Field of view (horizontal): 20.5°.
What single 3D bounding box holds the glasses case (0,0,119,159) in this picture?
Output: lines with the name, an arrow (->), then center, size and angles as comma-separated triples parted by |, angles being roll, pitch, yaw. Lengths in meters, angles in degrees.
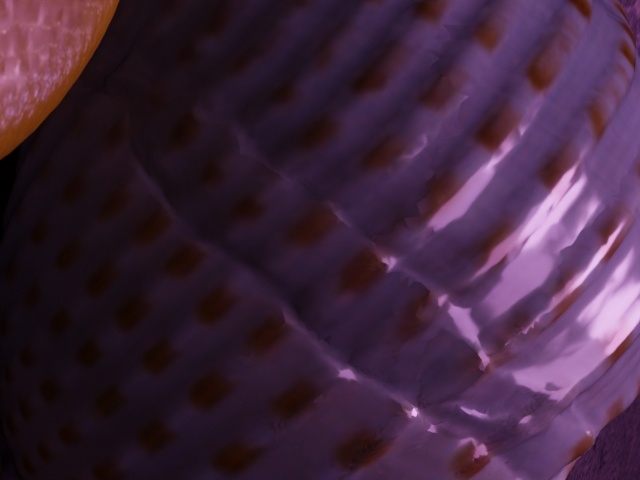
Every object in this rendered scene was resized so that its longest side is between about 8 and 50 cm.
glasses case -> -0.181, -0.070, 0.374 | 0.371, 0.141, 0.173 | -26, 114, -62

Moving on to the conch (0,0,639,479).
conch -> 0.006, 0.011, 0.668 | 0.303, 0.215, 0.319 | -32, 127, 4

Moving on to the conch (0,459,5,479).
conch -> -0.159, 0.196, 0.607 | 0.210, 0.159, 0.291 | 47, 18, -58
